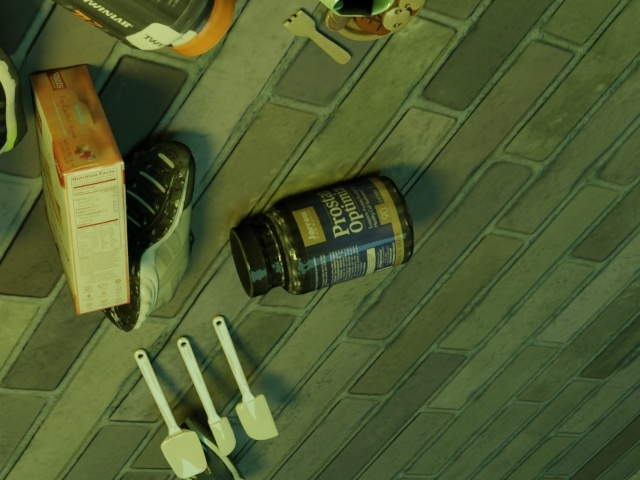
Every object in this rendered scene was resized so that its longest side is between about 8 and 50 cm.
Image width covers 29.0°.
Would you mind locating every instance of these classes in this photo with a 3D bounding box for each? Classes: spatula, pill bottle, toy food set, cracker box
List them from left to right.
[{"bbox_3d":[-0.261,-0.052,1.348,0.067,0.155,0.232,-13,141,-18],"label":"cracker box"},{"bbox_3d":[-0.189,-0.261,1.156,0.130,0.130,0.246,-41,141,19],"label":"pill bottle"},{"bbox_3d":[-0.170,0.230,1.795,0.168,0.019,0.242,-22,122,-5],"label":"spatula"},{"bbox_3d":[0.000,0.000,1.598,0.219,0.122,0.122,-16,143,-14],"label":"pill bottle"},{"bbox_3d":[0.067,-0.269,1.379,0.192,0.038,0.132,-40,142,18],"label":"toy food set"}]

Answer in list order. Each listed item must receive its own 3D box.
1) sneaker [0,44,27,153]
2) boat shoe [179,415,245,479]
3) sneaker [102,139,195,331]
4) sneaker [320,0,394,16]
[{"bbox_3d":[-0.349,-0.137,1.207,0.097,0.084,0.234,-37,159,-19],"label":"sneaker"},{"bbox_3d":[-0.183,0.353,1.952,0.079,0.095,0.254,-35,154,-7],"label":"boat shoe"},{"bbox_3d":[-0.200,-0.014,1.502,0.108,0.100,0.271,-28,150,-45],"label":"sneaker"},{"bbox_3d":[-0.024,-0.302,1.189,0.256,0.151,0.094,15,129,-41],"label":"sneaker"}]
